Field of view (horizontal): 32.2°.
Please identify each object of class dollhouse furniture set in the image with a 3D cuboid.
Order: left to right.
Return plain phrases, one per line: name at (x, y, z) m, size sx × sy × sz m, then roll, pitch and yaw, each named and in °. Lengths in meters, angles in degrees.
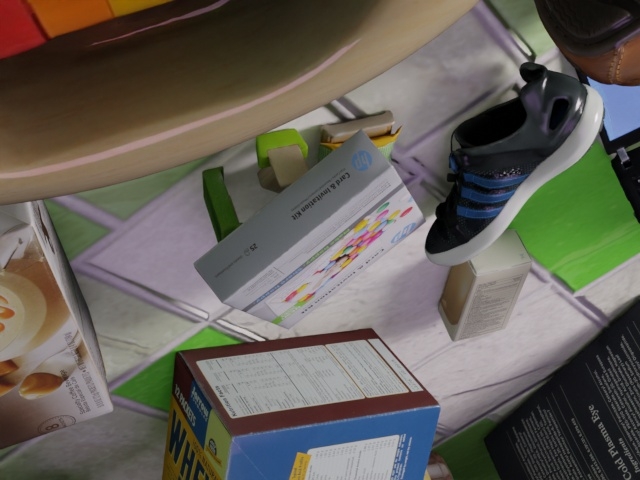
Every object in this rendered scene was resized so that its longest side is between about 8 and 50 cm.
dollhouse furniture set at (-0.006, -0.038, 0.804) m, size 0.152 × 0.058 × 0.076 m, roll -13°, pitch 147°, yaw -14°

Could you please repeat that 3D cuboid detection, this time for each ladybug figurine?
ladybug figurine at (-0.094, -0.165, 0.472) m, size 0.449 × 0.162 × 0.305 m, roll -17°, pitch 146°, yaw -8°

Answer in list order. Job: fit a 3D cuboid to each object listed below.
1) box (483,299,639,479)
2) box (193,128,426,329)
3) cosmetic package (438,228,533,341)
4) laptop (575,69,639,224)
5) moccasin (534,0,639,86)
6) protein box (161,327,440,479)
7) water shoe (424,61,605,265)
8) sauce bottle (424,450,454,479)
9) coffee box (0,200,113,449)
box at (0.438, 0.231, 1.351) m, size 0.343 × 0.179 × 0.312 m, roll 6°, pitch 136°, yaw -36°
box at (0.000, 0.000, 0.809) m, size 0.145 × 0.038 × 0.186 m, roll -38°, pitch 166°, yaw 3°
cosmetic package at (0.151, 0.043, 1.033) m, size 0.060 × 0.041 × 0.115 m, roll -11°, pitch 146°, yaw -16°
laptop at (0.351, -0.080, 0.858) m, size 0.234 × 0.264 × 0.136 m, roll -25°, pitch 180°, yaw 12°
moccasin at (0.313, -0.219, 0.666) m, size 0.380 × 0.139 × 0.147 m, roll -42°, pitch 149°, yaw 23°
protein box at (-0.026, 0.207, 1.015) m, size 0.201 × 0.136 × 0.199 m, roll -4°, pitch 118°, yaw -26°
water shoe at (0.129, -0.061, 0.865) m, size 0.080 × 0.073 × 0.203 m, roll 29°, pitch 129°, yaw -17°
sauce bottle at (-0.013, 0.311, 1.260) m, size 0.344 × 0.111 × 0.111 m, roll -3°, pitch 143°, yaw -26°
coffee box at (-0.238, 0.044, 0.747) m, size 0.141 × 0.098 × 0.246 m, roll -17°, pitch 147°, yaw -9°
